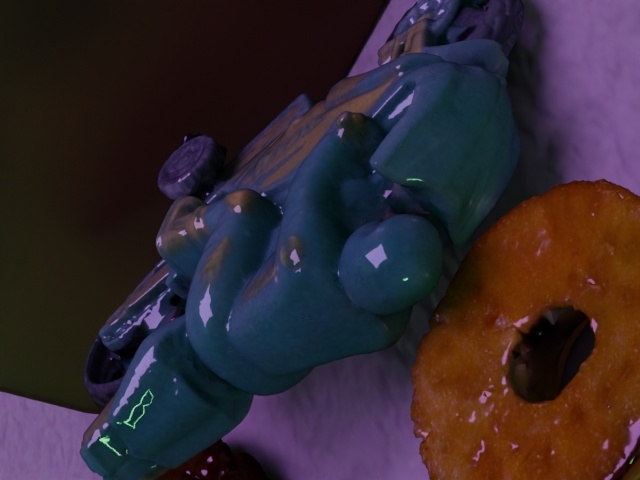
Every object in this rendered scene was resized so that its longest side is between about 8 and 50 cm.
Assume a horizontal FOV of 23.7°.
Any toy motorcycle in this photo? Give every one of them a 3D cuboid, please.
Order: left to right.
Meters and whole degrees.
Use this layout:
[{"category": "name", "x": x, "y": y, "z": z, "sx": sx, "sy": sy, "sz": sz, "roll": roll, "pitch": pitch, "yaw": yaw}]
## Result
[{"category": "toy motorcycle", "x": -0.001, "y": 0.001, "z": 0.727, "sx": 0.296, "sy": 0.109, "sz": 0.198, "roll": -42, "pitch": 25, "yaw": 13}]

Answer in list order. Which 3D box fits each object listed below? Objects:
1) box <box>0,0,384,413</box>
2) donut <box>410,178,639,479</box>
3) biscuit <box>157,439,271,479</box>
[{"category": "box", "x": -0.163, "y": -0.111, "z": 0.908, "sx": 0.339, "sy": 0.239, "sz": 0.229, "roll": -60, "pitch": 36, "yaw": 17}, {"category": "donut", "x": 0.107, "y": 0.052, "z": 0.635, "sx": 0.152, "sy": 0.058, "sz": 0.152, "roll": -24, "pitch": 57, "yaw": 45}, {"category": "biscuit", "x": -0.078, "y": 0.198, "z": 0.830, "sx": 0.192, "sy": 0.049, "sz": 0.192, "roll": -30, "pitch": 52, "yaw": 48}]
